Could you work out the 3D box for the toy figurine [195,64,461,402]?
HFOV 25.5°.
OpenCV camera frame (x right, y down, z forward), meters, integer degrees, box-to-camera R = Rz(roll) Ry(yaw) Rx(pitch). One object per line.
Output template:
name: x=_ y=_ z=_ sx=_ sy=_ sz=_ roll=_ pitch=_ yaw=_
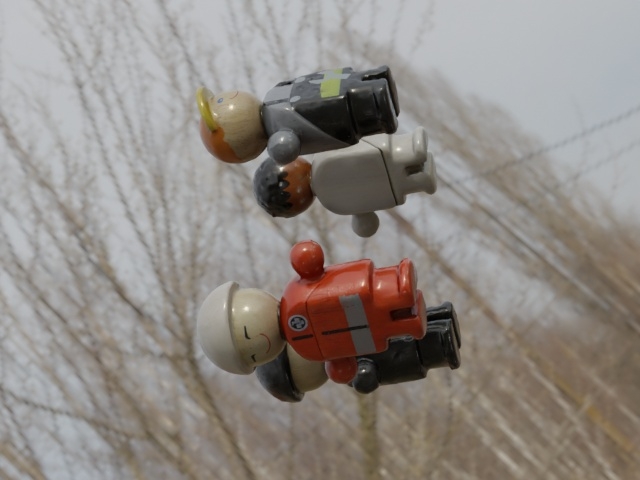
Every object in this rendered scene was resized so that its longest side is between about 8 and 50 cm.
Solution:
toy figurine: x=0.000 y=0.000 z=0.957 sx=0.148 sy=0.210 sz=0.213 roll=-10 pitch=-14 yaw=13
